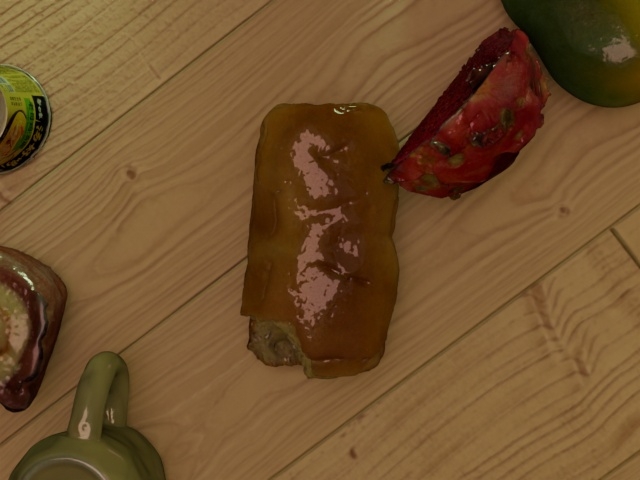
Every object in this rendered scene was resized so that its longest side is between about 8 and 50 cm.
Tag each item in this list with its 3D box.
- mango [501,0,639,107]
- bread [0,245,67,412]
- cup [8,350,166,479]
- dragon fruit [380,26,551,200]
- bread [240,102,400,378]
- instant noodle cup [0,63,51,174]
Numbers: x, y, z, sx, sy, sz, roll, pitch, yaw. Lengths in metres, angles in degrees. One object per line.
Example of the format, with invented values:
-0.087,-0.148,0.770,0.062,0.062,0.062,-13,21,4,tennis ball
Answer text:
0.331,-0.274,1.787,0.156,0.114,0.251,-45,73,14,mango
-0.446,0.095,1.851,0.244,0.123,0.190,23,90,6,bread
-0.270,0.285,1.789,0.173,0.202,0.255,32,92,6,cup
0.205,-0.146,1.730,0.126,0.161,0.274,41,63,-5,dragon fruit
0.003,0.000,1.792,0.195,0.149,0.344,2,89,6,bread
-0.440,-0.163,1.855,0.151,0.122,0.151,0,88,8,instant noodle cup
